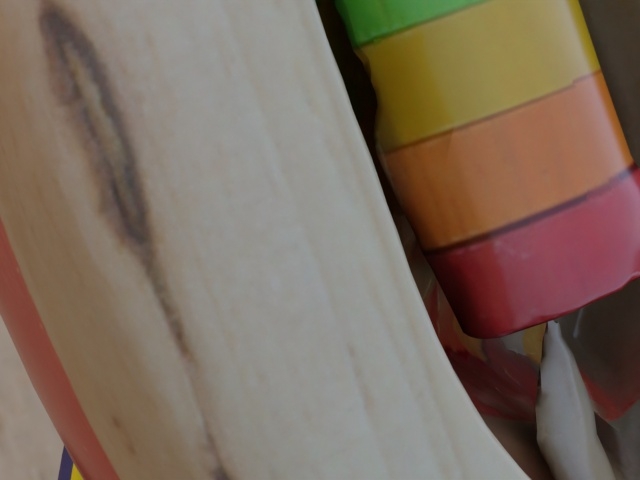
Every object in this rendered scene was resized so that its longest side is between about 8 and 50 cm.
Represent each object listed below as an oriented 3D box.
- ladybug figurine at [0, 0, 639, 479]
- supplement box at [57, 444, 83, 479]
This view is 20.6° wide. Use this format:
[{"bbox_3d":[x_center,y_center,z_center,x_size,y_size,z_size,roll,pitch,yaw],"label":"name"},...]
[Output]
[{"bbox_3d":[0.011,-0.042,0.526,0.305,0.162,0.449,-18,91,-46],"label":"ladybug figurine"},{"bbox_3d":[-0.036,0.137,1.536,0.194,0.356,0.195,31,51,-36],"label":"supplement box"}]
